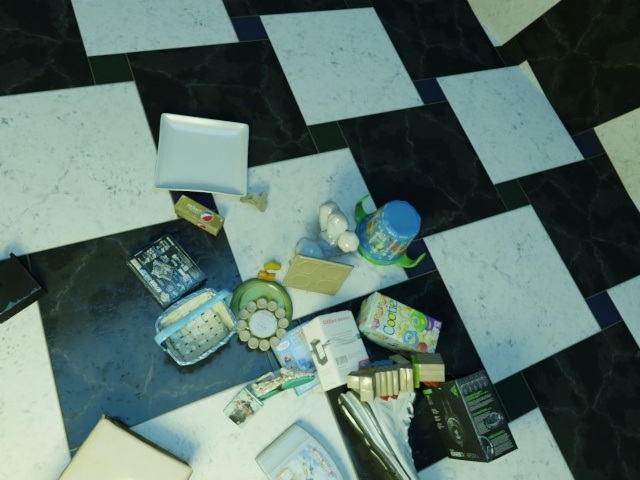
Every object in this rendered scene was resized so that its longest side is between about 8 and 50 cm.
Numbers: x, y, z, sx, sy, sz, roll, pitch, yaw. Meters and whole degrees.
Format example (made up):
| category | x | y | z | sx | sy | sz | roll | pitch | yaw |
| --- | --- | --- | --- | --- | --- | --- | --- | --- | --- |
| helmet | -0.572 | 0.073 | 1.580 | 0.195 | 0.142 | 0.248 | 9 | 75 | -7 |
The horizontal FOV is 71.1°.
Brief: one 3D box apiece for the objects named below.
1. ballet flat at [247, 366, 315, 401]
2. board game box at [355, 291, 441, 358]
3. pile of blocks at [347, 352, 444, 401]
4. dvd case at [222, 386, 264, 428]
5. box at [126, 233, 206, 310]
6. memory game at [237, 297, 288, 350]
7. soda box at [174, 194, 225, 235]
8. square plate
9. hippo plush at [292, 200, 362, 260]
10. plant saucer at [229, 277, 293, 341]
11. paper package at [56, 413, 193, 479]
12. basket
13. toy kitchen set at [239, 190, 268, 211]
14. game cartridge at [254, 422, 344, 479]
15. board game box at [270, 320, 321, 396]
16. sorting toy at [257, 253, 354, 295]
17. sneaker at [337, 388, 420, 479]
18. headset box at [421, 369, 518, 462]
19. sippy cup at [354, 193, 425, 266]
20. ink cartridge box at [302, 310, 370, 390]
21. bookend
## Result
| category | x | y | z | sx | sy | sz | roll | pitch | yaw |
| --- | --- | --- | --- | --- | --- | --- | --- | --- | --- |
| ballet flat | -0.140 | 0.470 | 1.499 | 0.241 | 0.091 | 0.077 | -20 | 58 | -7 |
| board game box | 0.284 | 0.325 | 1.674 | 0.276 | 0.144 | 0.142 | 25 | 63 | -6 |
| pile of blocks | 0.256 | 0.470 | 1.519 | 0.363 | 0.149 | 0.112 | -5 | 96 | -16 |
| dvd case | -0.252 | 0.545 | 1.459 | 0.087 | 0.013 | 0.119 | 42 | 100 | 3 |
| box | -0.538 | 0.109 | 1.574 | 0.175 | 0.051 | 0.220 | -39 | 83 | -26 |
| memory game | -0.203 | 0.293 | 1.575 | 0.186 | 0.012 | 0.186 | 6 | 66 | -13 |
| soda box | -0.454 | -0.094 | 1.680 | 0.181 | 0.058 | 0.061 | 29 | 63 | -3 |
| square plate | -0.465 | -0.334 | 1.782 | 0.348 | 0.049 | 0.343 | 4 | 68 | -15 |
| hippo plush | 0.000 | 0.000 | 1.702 | 0.237 | 0.294 | 0.234 | -29 | 76 | -1 |
| plant saucer | -0.214 | 0.244 | 1.622 | 0.241 | 0.037 | 0.240 | 6 | 67 | -14 |
| paper package | -0.571 | 0.713 | 1.248 | 0.310 | 0.168 | 0.324 | 31 | 62 | -2 |
| basket | -0.395 | 0.269 | 1.415 | 0.255 | 0.289 | 0.201 | -33 | 80 | -27 |
| toy kitchen set | -0.258 | -0.164 | 1.783 | 0.083 | 0.075 | 0.068 | 46 | 58 | -40 |
| game cartridge | -0.048 | 0.759 | 1.447 | 0.198 | 0.062 | 0.297 | -36 | 81 | -22 |
| board game box | -0.062 | 0.416 | 1.592 | 0.160 | 0.039 | 0.211 | -24 | 78 | -24 |
| sorting toy | -0.059 | 0.112 | 1.610 | 0.308 | 0.229 | 0.041 | 13 | 53 | -14 |
| sneaker | 0.283 | 0.653 | 1.522 | 0.258 | 0.169 | 0.447 | -29 | 76 | -23 |
| headset box | 0.506 | 0.601 | 1.566 | 0.131 | 0.246 | 0.282 | -12 | 73 | -21 |
| sippy cup | 0.278 | -0.043 | 1.782 | 0.306 | 0.224 | 0.239 | 16 | 64 | -9 |
| ink cartridge box | 0.061 | 0.382 | 1.576 | 0.172 | 0.100 | 0.237 | -2 | 64 | -43 |
| bookend | -0.988 | 0.150 | 1.413 | 0.156 | 0.072 | 0.157 | 46 | 64 | 6 |
